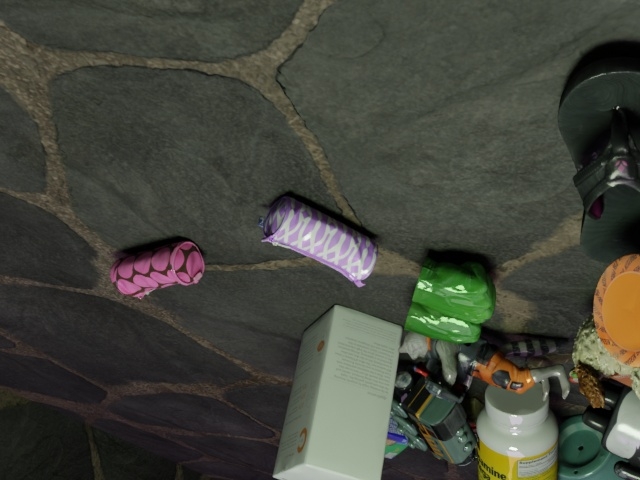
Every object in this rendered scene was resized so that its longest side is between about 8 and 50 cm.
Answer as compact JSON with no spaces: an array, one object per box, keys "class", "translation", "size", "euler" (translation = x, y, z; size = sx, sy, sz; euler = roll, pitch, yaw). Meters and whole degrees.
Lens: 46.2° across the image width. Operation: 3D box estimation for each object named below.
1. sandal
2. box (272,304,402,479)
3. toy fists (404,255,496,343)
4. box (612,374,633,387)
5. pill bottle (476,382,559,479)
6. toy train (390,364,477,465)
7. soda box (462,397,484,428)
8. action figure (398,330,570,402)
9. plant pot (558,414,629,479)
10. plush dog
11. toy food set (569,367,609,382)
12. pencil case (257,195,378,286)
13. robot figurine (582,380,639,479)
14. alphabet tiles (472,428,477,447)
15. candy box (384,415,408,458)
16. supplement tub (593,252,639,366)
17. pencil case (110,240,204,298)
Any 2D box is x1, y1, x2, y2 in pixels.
[{"class":"sandal","translation":[0.410,-0.063,0.978],"size":[0.167,0.107,0.446],"euler":[-1,149,24]},{"class":"box","translation":[0.038,0.348,1.620],"size":[0.168,0.345,0.215],"euler":[20,151,-13]},{"class":"toy fists","translation":[0.243,0.115,1.385],"size":[0.142,0.096,0.279],"euler":[19,154,9]},{"class":"box","translation":[0.656,0.233,1.435],"size":[0.170,0.091,0.130],"euler":[24,150,-22]},{"class":"pill bottle","translation":[0.464,0.490,1.773],"size":[0.188,0.188,0.334],"euler":[2,120,18]},{"class":"toy train","translation":[0.276,0.438,1.827],"size":[0.190,0.142,0.334],"euler":[27,156,42]},{"class":"soda box","translation":[0.422,0.478,2.001],"size":[0.058,0.061,0.181],"euler":[-8,146,34]},{"class":"action figure","translation":[0.332,0.247,1.585],"size":[0.330,0.178,0.341],"euler":[15,-178,7]},{"class":"plant pot","translation":[0.707,0.585,1.901],"size":[0.271,0.271,0.255],"euler":[-18,125,43]},{"class":"plush dog","translation":[0.512,0.157,1.262],"size":[0.210,0.262,0.225],"euler":[44,141,10]},{"class":"toy food set","translation":[0.592,0.302,1.658],"size":[0.082,0.020,0.083],"euler":[-3,148,27]},{"class":"pencil case","translation":[0.000,0.000,1.276],"size":[0.206,0.088,0.086],"euler":[24,152,-23]},{"class":"robot figurine","translation":[0.695,0.390,1.556],"size":[0.278,0.173,0.209],"euler":[22,138,24]},{"class":"alphabet tiles","translation":[0.444,0.544,2.038],"size":[0.237,0.009,0.198],"euler":[-13,144,40]},{"class":"candy box","translation":[0.090,0.506,2.121],"size":[0.317,0.122,0.268],"euler":[15,152,-2]},{"class":"supplement tub","translation":[0.557,0.100,1.049],"size":[0.316,0.193,0.193],"euler":[3,156,-23]},{"class":"pencil case","translation":[-0.326,0.062,1.516],"size":[0.209,0.095,0.098],"euler":[-12,108,41]}]
